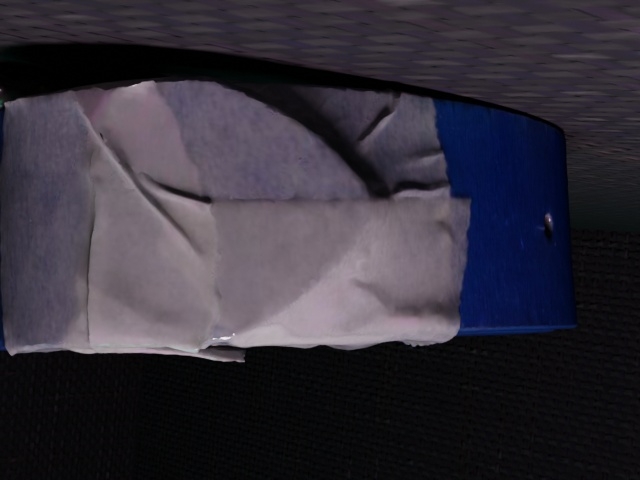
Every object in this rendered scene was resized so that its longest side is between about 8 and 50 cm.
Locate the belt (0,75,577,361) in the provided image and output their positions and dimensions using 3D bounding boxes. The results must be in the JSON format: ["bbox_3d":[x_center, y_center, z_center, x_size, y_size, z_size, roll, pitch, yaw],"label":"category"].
[{"bbox_3d":[0.000,0.000,0.629,0.212,0.117,0.347,-5,174,43],"label":"belt"}]

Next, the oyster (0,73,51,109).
[{"bbox_3d":[-0.189,-0.041,0.722,0.271,0.100,0.275,18,179,-22],"label":"oyster"}]
